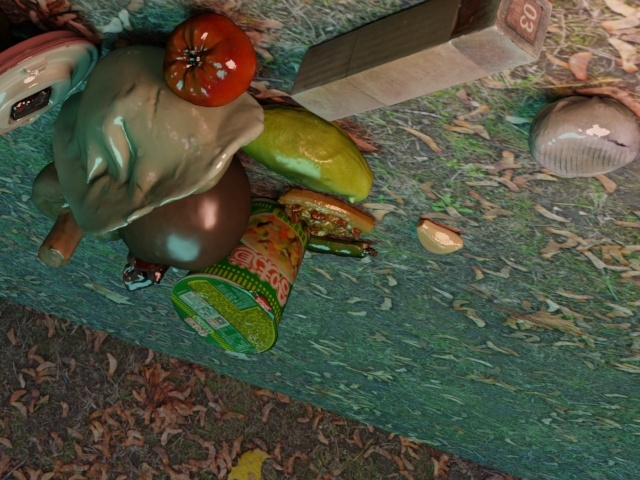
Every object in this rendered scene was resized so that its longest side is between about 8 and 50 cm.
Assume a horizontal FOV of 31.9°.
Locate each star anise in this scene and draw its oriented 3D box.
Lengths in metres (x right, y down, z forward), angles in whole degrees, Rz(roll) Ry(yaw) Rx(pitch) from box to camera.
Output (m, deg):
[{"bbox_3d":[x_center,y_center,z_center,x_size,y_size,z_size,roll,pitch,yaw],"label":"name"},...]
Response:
[{"bbox_3d":[-0.277,-0.011,2.028,0.129,0.212,0.283,27,160,-15],"label":"star anise"}]

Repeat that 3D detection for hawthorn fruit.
[{"bbox_3d":[-0.141,-0.228,1.465,0.125,0.125,0.140,12,158,17],"label":"hawthorn fruit"}]

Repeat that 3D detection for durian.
[{"bbox_3d":[-0.035,-0.135,1.653,0.250,0.101,0.139,24,161,-12],"label":"durian"}]

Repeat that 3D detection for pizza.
[{"bbox_3d":[0.008,-0.038,1.964,0.175,0.046,0.134,17,161,2],"label":"pizza"}]

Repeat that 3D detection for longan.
[{"bbox_3d":[-0.223,-0.059,1.805,0.248,0.248,0.248,16,161,6],"label":"longan"}]

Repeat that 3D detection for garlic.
[{"bbox_3d":[0.196,-0.004,1.901,0.083,0.041,0.053,30,154,-10],"label":"garlic"}]

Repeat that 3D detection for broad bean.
[{"bbox_3d":[0.002,0.002,2.093,0.227,0.039,0.069,11,166,17],"label":"broad bean"}]

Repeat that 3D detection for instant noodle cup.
[{"bbox_3d":[-0.121,0.052,1.992,0.207,0.232,0.207,17,140,15],"label":"instant noodle cup"}]

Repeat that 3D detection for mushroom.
[{"bbox_3d":[-0.454,-0.047,2.106,0.207,0.215,0.207,18,153,10],"label":"mushroom"}]

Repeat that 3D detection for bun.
[{"bbox_3d":[0.323,-0.134,1.370,0.141,0.083,0.141,7,163,2],"label":"bun"}]

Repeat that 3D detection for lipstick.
[{"bbox_3d":[0.105,-0.221,1.329,0.076,0.080,0.371,29,159,-31],"label":"lipstick"}]

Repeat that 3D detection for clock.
[{"bbox_3d":[-0.429,-0.218,1.622,0.056,0.244,0.244,56,158,3],"label":"clock"}]

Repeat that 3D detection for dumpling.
[{"bbox_3d":[-0.231,-0.143,1.602,0.212,0.270,0.320,-1,167,-32],"label":"dumpling"}]

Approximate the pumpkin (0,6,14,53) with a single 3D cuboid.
[{"bbox_3d":[-0.550,-0.290,1.598,0.224,0.157,0.223,5,150,3],"label":"pumpkin"}]
